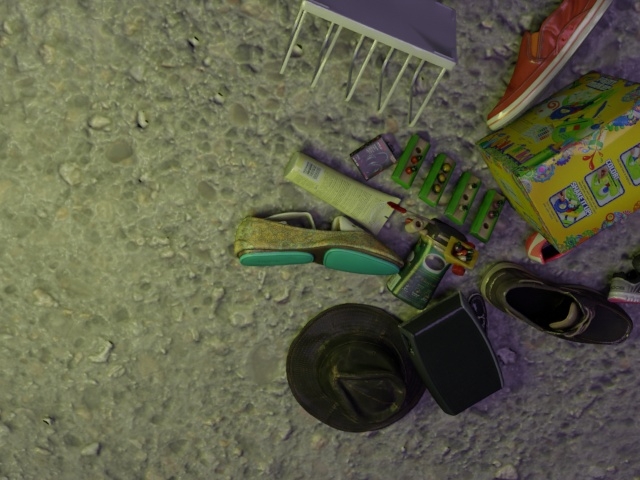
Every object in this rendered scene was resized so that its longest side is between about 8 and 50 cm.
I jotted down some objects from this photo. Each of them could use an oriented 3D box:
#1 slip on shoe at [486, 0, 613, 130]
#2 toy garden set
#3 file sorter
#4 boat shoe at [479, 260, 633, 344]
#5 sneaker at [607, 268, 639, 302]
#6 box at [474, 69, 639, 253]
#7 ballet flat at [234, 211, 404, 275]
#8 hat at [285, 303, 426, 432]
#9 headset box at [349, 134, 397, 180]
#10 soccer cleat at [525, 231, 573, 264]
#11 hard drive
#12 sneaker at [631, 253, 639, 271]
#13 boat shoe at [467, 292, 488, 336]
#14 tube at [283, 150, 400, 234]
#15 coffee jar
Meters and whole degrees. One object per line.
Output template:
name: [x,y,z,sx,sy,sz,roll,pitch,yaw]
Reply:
slip on shoe: [0.423,-0.355,1.450,0.101,0.123,0.331,38,104,9]
toy garden set: [0.249,-0.068,1.502,0.244,0.049,0.203,33,69,-13]
file sorter: [0.082,-0.355,1.362,0.278,0.192,0.173,20,133,-10]
boat shoe: [0.511,0.159,1.610,0.356,0.130,0.132,17,107,-9]
sneaker: [0.699,0.100,1.637,0.171,0.063,0.074,4,83,-19]
box: [0.484,-0.159,1.417,0.279,0.290,0.177,-32,108,8]
ballet flat: [0.000,0.000,1.539,0.349,0.123,0.123,4,108,-6]
hat: [0.086,0.308,1.632,0.332,0.134,0.331,-1,110,-3]
headset box: [0.110,-0.169,1.524,0.083,0.032,0.062,-31,108,8]
soccer cleat: [0.543,-0.028,1.568,0.248,0.095,0.083,-31,108,7]
hard drive: [0.290,0.251,1.618,0.172,0.054,0.254,-30,112,-2]
sneaker: [0.767,-0.009,1.603,0.234,0.078,0.106,-20,106,-1]
boat shoe: [0.346,0.178,1.654,0.046,0.038,0.125,-4,109,-5]
tube: [0.041,-0.099,1.534,0.240,0.062,0.070,27,148,-17]
coffee jar: [0.225,0.048,1.580,0.096,0.079,0.184,30,105,-11]
